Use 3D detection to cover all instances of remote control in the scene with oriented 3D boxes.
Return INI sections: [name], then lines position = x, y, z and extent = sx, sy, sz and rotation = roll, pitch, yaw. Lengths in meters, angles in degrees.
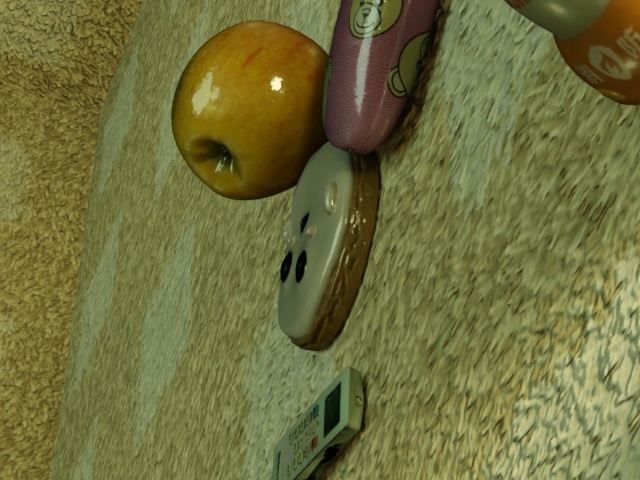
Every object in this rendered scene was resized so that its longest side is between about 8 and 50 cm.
[remote control]
position = -0.004, 0.175, 1.389
extent = 0.166, 0.029, 0.065
rotation = -52, 26, 44

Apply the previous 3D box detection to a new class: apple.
[apple]
position = -0.066, -0.127, 1.619
extent = 0.155, 0.182, 0.182
rotation = -48, 2, -28

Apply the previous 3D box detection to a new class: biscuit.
[biscuit]
position = 0.000, 0.000, 1.510
extent = 0.181, 0.049, 0.208
rotation = 142, 143, -67

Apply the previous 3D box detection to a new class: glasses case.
[glasses case]
position = 0.066, -0.232, 1.440
extent = 0.123, 0.075, 0.316
rotation = -167, 92, -74

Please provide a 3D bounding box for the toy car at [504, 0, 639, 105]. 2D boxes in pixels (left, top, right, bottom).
[toy car]
position = 0.149, -0.195, 0.855
extent = 0.145, 0.235, 0.235
rotation = 143, 139, -66
